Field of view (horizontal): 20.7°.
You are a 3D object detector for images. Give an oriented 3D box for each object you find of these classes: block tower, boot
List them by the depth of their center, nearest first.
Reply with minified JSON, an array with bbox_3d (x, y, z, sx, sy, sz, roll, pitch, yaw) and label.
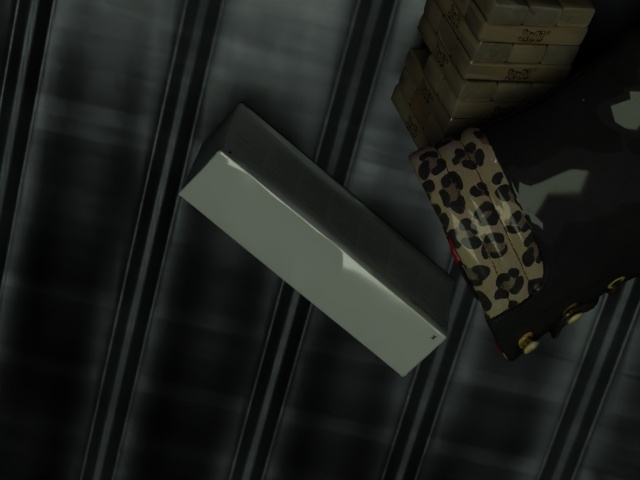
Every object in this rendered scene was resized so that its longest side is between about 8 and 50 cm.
[{"bbox_3d":[0.151,-0.208,1.266,0.091,0.097,0.335,-2,134,-25],"label":"block tower"},{"bbox_3d":[0.255,0.007,1.329,0.284,0.138,0.377,-27,123,3],"label":"boot"}]

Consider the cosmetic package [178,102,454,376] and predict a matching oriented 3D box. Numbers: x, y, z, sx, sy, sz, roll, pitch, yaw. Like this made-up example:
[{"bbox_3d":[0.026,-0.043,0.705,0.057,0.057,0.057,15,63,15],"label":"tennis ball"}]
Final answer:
[{"bbox_3d":[0.000,0.000,1.429,0.239,0.099,0.060,40,114,-12],"label":"cosmetic package"}]
